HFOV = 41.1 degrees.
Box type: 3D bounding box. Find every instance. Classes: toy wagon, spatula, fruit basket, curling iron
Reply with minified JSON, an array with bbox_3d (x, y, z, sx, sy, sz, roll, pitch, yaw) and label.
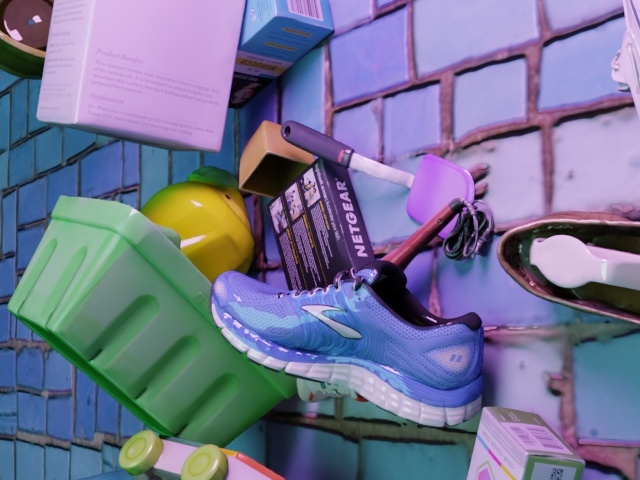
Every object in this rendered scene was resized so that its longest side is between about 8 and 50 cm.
[{"bbox_3d":[-0.083,0.337,1.043,0.344,0.267,0.068,-1,46,41],"label":"toy wagon"},{"bbox_3d":[0.060,-0.090,1.029,0.296,0.030,0.084,27,109,31],"label":"spatula"},{"bbox_3d":[-0.182,0.051,1.165,0.283,0.392,0.392,9,95,51],"label":"fruit basket"},{"bbox_3d":[0.084,0.042,0.975,0.274,0.035,0.068,-38,60,30],"label":"curling iron"}]

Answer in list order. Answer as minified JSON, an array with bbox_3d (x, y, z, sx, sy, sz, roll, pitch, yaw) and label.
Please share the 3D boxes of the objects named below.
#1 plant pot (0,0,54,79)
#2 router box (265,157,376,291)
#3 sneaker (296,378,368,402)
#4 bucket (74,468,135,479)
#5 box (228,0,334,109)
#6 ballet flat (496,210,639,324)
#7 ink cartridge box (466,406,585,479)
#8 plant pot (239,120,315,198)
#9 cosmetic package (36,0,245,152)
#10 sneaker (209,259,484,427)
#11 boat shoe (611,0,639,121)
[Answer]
[{"bbox_3d":[-0.516,-0.459,1.595,0.353,0.366,0.366,-15,75,62],"label":"plant pot"},{"bbox_3d":[0.000,0.000,1.112,0.133,0.046,0.179,-38,59,43],"label":"router box"},{"bbox_3d":[0.026,0.174,1.056,0.161,0.057,0.075,-46,48,36],"label":"sneaker"},{"bbox_3d":[-0.389,0.533,1.449,0.281,0.183,0.281,-3,87,52],"label":"bucket"},{"bbox_3d":[-0.096,-0.271,1.211,0.244,0.100,0.060,-29,65,47],"label":"box"},{"bbox_3d":[0.282,0.029,0.693,0.342,0.124,0.116,15,99,51],"label":"ballet flat"},{"bbox_3d":[0.179,0.279,0.819,0.109,0.062,0.209,-127,48,-75],"label":"ink cartridge box"},{"bbox_3d":[-0.064,-0.116,1.179,0.081,0.081,0.083,-49,40,38],"label":"plant pot"},{"bbox_3d":[-0.223,-0.323,1.126,0.156,0.217,0.385,11,91,53],"label":"cosmetic package"},{"bbox_3d":[0.030,0.081,0.945,0.330,0.130,0.147,16,102,21],"label":"sneaker"},{"bbox_3d":[0.286,-0.151,0.734,0.076,0.083,0.226,-28,66,46],"label":"boat shoe"}]
